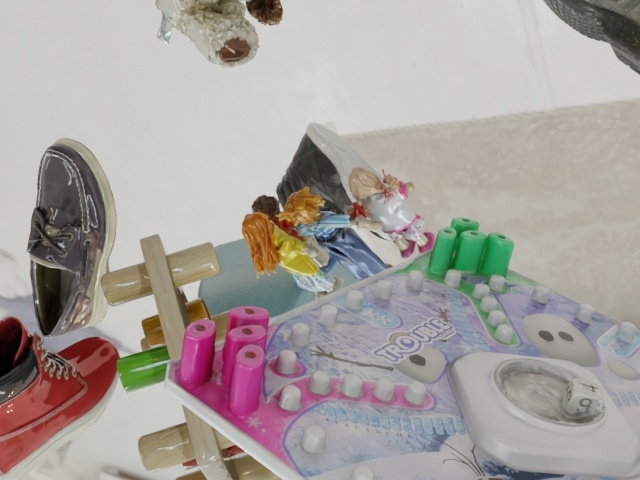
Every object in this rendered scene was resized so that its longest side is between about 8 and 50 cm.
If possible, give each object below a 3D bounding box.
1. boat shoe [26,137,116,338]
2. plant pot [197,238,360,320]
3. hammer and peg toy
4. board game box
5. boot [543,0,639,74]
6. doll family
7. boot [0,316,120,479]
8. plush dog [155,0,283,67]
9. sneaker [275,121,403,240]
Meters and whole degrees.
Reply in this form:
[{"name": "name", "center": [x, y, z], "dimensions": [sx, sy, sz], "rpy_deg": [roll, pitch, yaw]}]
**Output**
[{"name": "boat shoe", "center": [-0.334, 0.008, 1.066], "dimensions": [0.103, 0.092, 0.285], "rpy_deg": [23, 124, 19]}, {"name": "plant pot", "center": [-0.069, 0.141, 1.375], "dimensions": [0.247, 0.252, 0.248], "rpy_deg": [-15, 110, 17]}, {"name": "hammer and peg toy", "center": [-0.120, 0.202, 0.877], "dimensions": [0.127, 0.361, 0.266], "rpy_deg": [-17, 153, -7]}, {"name": "board game box", "center": [0.161, 0.107, 0.576], "dimensions": [0.390, 0.390, 0.050], "rpy_deg": [28, 119, 31]}, {"name": "boot", "center": [0.356, -0.303, 0.925], "dimensions": [0.161, 0.246, 0.083], "rpy_deg": [-47, 149, 10]}, {"name": "doll family", "center": [0.000, 0.000, 0.985], "dimensions": [0.263, 0.118, 0.163], "rpy_deg": [-14, 133, 43]}, {"name": "boot", "center": [-0.288, 0.132, 0.870], "dimensions": [0.088, 0.244, 0.176], "rpy_deg": [21, 119, 12]}, {"name": "plush dog", "center": [-0.164, -0.442, 1.338], "dimensions": [0.210, 0.225, 0.262], "rpy_deg": [19, 133, 38]}, {"name": "sneaker", "center": [0.027, -0.055, 1.298], "dimensions": [0.104, 0.296, 0.147], "rpy_deg": [14, 118, -38]}]
